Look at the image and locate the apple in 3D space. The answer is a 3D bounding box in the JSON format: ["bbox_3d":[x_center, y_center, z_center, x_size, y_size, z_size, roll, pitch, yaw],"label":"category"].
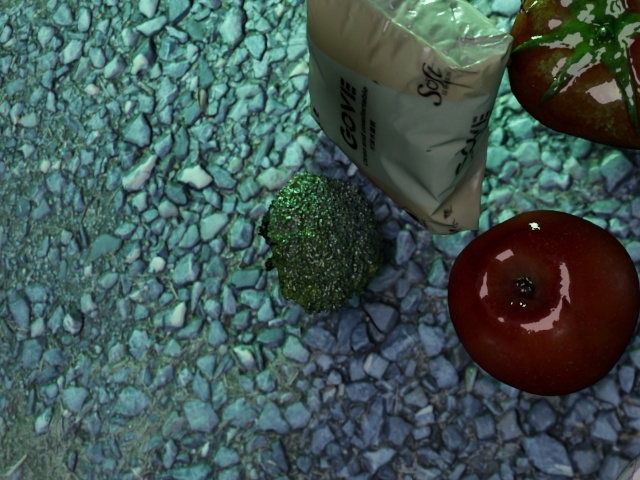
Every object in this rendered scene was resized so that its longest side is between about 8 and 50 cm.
[{"bbox_3d":[0.304,0.081,1.302,0.260,0.216,0.260,-8,72,27],"label":"apple"}]

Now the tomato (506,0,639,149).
[{"bbox_3d":[0.415,-0.259,1.300,0.303,0.239,0.303,-4,82,28],"label":"tomato"}]

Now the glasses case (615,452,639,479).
[{"bbox_3d":[0.507,0.256,1.216,0.297,0.113,0.075,-40,63,14],"label":"glasses case"}]

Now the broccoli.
[{"bbox_3d":[0.000,-0.003,1.504,0.226,0.198,0.176,-136,42,-55],"label":"broccoli"}]

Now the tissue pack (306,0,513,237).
[{"bbox_3d":[0.121,-0.235,1.420,0.195,0.375,0.390,-30,56,-25],"label":"tissue pack"}]
